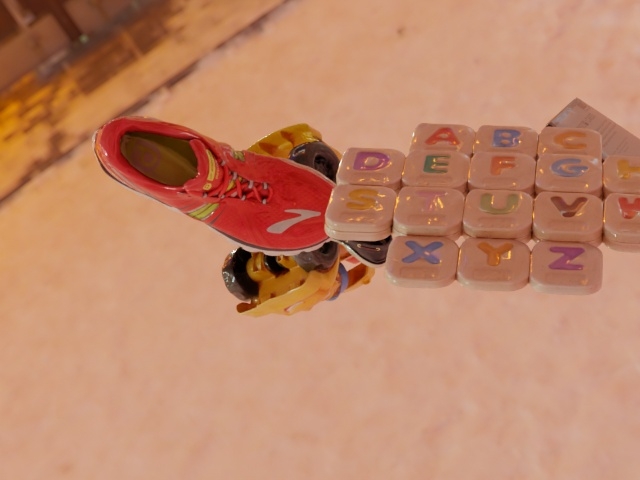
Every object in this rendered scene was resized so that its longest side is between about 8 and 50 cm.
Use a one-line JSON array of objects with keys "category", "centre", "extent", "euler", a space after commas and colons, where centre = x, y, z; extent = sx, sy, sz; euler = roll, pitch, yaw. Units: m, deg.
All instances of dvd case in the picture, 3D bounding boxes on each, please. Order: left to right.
[{"category": "dvd case", "centre": [0.383, -0.083, 1.985], "extent": [0.029, 0.238, 0.179], "euler": [-59, -9, 22]}]

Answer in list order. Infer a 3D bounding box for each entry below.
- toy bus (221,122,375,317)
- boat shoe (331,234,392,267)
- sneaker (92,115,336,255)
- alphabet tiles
[{"category": "toy bus", "centre": [0.000, 0.000, 1.998], "extent": [0.149, 0.211, 0.220], "euler": [-23, 55, 38]}, {"category": "boat shoe", "centre": [0.022, -0.019, 1.852], "extent": [0.049, 0.133, 0.042], "euler": [-49, -17, -39]}, {"category": "sneaker", "centre": [-0.107, -0.057, 1.717], "extent": [0.118, 0.279, 0.107], "euler": [118, 169, -86]}, {"category": "alphabet tiles", "centre": [0.150, -0.036, 1.380], "extent": [0.284, 0.021, 0.278], "euler": [2, 30, 9]}]
